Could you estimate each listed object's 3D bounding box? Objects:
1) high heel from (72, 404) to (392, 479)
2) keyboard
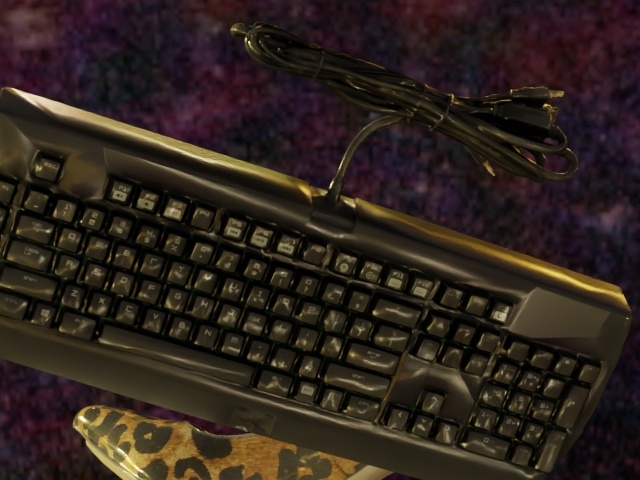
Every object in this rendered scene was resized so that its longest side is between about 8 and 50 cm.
[{"bbox_3d":[-0.009,0.091,0.917,0.261,0.093,0.186,20,85,18],"label":"high heel"},{"bbox_3d":[0.000,0.000,0.715,0.317,0.201,0.033,17,11,-15],"label":"keyboard"}]
